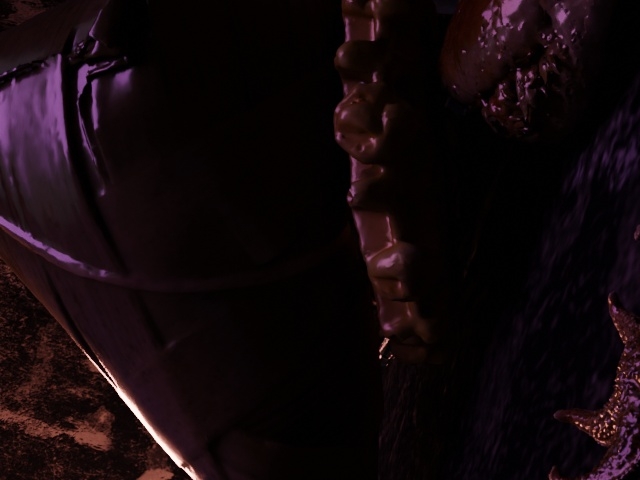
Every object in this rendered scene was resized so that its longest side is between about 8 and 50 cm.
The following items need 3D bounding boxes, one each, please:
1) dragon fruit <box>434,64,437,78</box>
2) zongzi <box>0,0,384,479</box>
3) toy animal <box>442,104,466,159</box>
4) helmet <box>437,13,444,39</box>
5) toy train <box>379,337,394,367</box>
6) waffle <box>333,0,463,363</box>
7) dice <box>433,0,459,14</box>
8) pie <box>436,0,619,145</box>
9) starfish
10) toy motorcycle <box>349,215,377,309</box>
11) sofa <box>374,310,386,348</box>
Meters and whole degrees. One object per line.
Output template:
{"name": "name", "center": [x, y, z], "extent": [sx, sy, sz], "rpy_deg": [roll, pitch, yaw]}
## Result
{"name": "dragon fruit", "center": [0.095, -0.206, 1.234], "extent": [0.205, 0.152, 0.317], "rpy_deg": [-31, -48, -62]}
{"name": "zongzi", "center": [-0.169, 0.053, 0.770], "extent": [0.500, 0.218, 0.467], "rpy_deg": [0, 96, 49]}
{"name": "toy animal", "center": [0.093, -0.110, 0.980], "extent": [0.070, 0.079, 0.253], "rpy_deg": [-63, 4, 8]}
{"name": "helmet", "center": [0.127, -0.295, 1.420], "extent": [0.177, 0.107, 0.153], "rpy_deg": [-48, -22, -46]}
{"name": "toy train", "center": [0.067, 0.102, 0.940], "extent": [0.083, 0.017, 0.017], "rpy_deg": [109, -176, -64]}
{"name": "waffle", "center": [0.057, -0.051, 0.626], "extent": [0.253, 0.056, 0.249], "rpy_deg": [68, -159, -50]}
{"name": "dice", "center": [0.067, -0.328, 0.724], "extent": [0.264, 0.268, 0.262], "rpy_deg": [-109, 35, -86]}
{"name": "pie", "center": [0.117, -0.132, 0.515], "extent": [0.193, 0.079, 0.163], "rpy_deg": [-49, -20, -88]}
{"name": "starfish", "center": [0.096, 0.042, 0.308], "extent": [0.091, 0.028, 0.078], "rpy_deg": [104, -173, -55]}
{"name": "toy motorcycle", "center": [-0.065, -0.054, 0.923], "extent": [0.172, 0.416, 0.232], "rpy_deg": [5, -95, -54]}
{"name": "sofa", "center": [0.000, 0.000, 1.081], "extent": [0.182, 0.200, 0.258], "rpy_deg": [104, -178, -61]}
